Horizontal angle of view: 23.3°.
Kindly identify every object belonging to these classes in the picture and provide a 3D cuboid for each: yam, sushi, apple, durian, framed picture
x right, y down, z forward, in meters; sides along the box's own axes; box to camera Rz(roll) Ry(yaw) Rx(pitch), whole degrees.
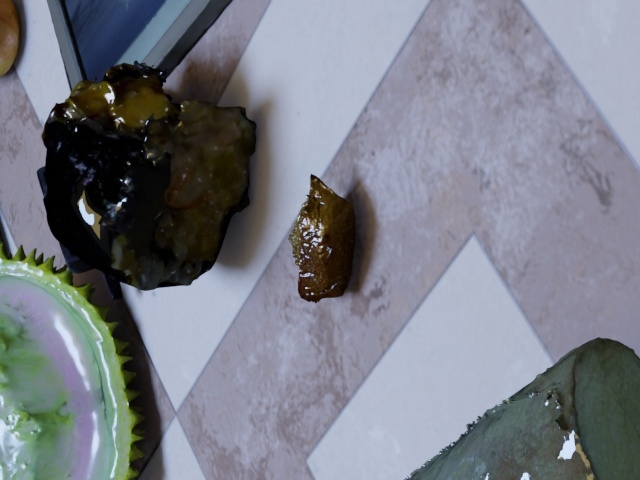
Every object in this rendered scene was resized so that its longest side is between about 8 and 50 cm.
[{"bbox_3d":[0.148,0.202,1.088,0.304,0.168,0.168,-47,58,45],"label":"yam"},{"bbox_3d":[-0.178,-0.068,1.493,0.204,0.213,0.200,26,93,35],"label":"sushi"},{"bbox_3d":[-0.432,-0.253,1.855,0.146,0.146,0.146,11,104,53],"label":"apple"},{"bbox_3d":[-0.294,0.165,1.686,0.157,0.169,0.355,-36,72,54],"label":"durian"},{"bbox_3d":[-0.002,0.001,1.353,0.060,0.061,0.118,14,101,25],"label":"sushi"},{"bbox_3d":[-0.186,-0.337,1.588,0.446,0.028,0.326,-41,62,49],"label":"framed picture"}]

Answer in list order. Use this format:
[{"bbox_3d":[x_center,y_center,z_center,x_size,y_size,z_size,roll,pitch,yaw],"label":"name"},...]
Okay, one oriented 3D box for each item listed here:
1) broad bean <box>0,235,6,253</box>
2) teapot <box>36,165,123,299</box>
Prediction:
[{"bbox_3d":[-0.420,0.047,1.938,0.077,0.061,0.339,-37,66,42],"label":"broad bean"},{"bbox_3d":[-0.247,-0.019,1.682,0.096,0.087,0.177,98,151,-64],"label":"teapot"}]
